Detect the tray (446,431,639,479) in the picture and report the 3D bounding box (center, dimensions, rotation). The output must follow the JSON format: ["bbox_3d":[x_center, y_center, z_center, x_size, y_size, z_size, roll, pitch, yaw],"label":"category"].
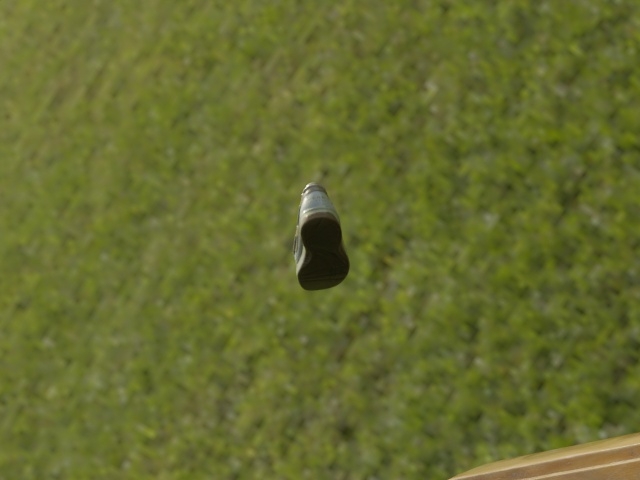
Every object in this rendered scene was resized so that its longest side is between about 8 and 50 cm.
[{"bbox_3d":[0.305,0.309,1.975,0.411,0.076,0.203,-22,85,55],"label":"tray"}]

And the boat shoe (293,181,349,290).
[{"bbox_3d":[-0.002,0.000,1.960,0.153,0.056,0.048,82,179,-59],"label":"boat shoe"}]
